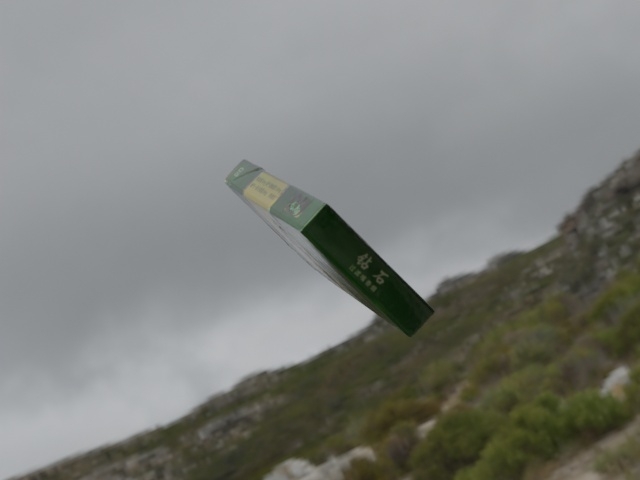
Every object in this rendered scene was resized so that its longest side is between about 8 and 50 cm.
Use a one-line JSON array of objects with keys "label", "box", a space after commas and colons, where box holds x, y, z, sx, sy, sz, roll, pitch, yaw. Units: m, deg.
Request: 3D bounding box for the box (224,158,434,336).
[{"label": "box", "box": [0.000, 0.000, 0.989, 0.034, 0.132, 0.235, -48, 21, -4]}]
